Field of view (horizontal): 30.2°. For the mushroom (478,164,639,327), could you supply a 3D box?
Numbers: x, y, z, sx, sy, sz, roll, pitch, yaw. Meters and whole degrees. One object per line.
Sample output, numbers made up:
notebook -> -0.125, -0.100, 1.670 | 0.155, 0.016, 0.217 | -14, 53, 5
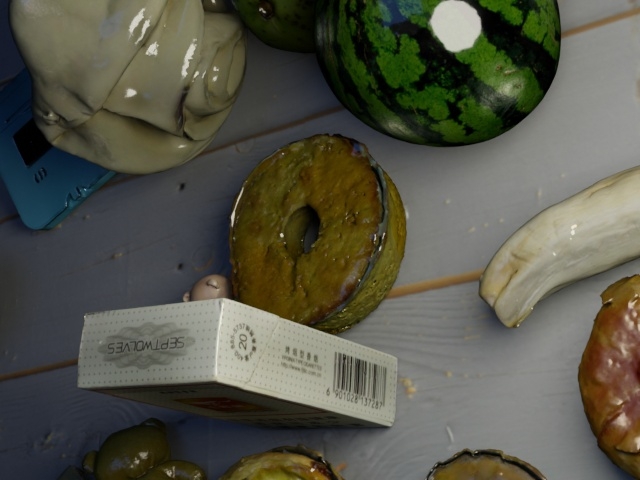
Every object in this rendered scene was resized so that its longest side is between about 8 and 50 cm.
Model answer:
mushroom -> 0.322, -0.018, 1.255 | 0.351, 0.095, 0.122 | -31, 39, 24

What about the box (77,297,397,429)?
box -> -0.087, 0.152, 1.370 | 0.210, 0.330, 0.095 | -8, 71, 36

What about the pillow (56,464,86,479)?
pillow -> -0.378, 0.433, 1.687 | 0.119, 0.053, 0.208 | 28, 90, 38

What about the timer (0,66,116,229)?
timer -> -0.421, -0.165, 1.929 | 0.232, 0.091, 0.250 | -36, 68, 23

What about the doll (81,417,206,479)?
doll -> -0.222, 0.337, 1.578 | 0.137, 0.097, 0.209 | -28, 55, -20

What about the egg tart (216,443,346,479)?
egg tart -> -0.053, 0.384, 1.428 | 0.279, 0.095, 0.279 | -15, 62, 30

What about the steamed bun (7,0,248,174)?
steamed bun -> -0.233, -0.260, 1.648 | 0.255, 0.367, 0.342 | 24, 51, 18

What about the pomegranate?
pomegranate -> 0.000, -0.364, 1.595 | 0.214, 0.214, 0.248 | 19, 50, 40

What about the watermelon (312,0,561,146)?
watermelon -> 0.133, -0.249, 1.380 | 0.285, 0.285, 0.285 | -13, 67, 34

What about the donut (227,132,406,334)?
donut -> 0.000, 0.000, 1.511 | 0.272, 0.107, 0.272 | -15, 62, 31

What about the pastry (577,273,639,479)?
pastry -> 0.360, 0.133, 1.180 | 0.218, 0.100, 0.229 | -40, 56, 21

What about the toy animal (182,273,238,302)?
toy animal -> -0.128, 0.080, 1.592 | 0.114, 0.082, 0.091 | -23, 63, 30

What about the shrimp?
shrimp -> 0.196, 0.335, 1.275 | 0.173, 0.058, 0.253 | -42, 52, 9
